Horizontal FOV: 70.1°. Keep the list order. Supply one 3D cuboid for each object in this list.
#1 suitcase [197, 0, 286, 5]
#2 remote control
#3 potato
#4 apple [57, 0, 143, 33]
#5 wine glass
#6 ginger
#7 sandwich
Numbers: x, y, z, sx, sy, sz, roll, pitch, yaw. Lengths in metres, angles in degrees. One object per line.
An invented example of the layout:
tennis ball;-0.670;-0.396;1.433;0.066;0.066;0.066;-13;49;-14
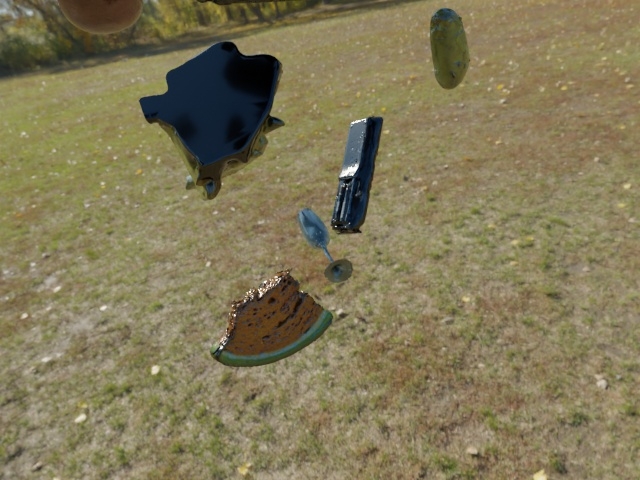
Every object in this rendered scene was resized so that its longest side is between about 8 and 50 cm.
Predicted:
suitcase;-0.130;-0.774;1.185;0.434;0.283;0.194;-17;64;-26
remote control;0.111;-0.216;1.480;0.062;0.398;0.145;20;-15;-39
potato;0.307;-0.463;1.098;0.085;0.188;0.105;13;50;41
apple;-0.637;-0.757;1.315;0.235;0.305;0.306;-3;24;-22
wine glass;0.000;0.000;1.095;0.074;0.074;0.262;-17;37;-11
ginger;-0.280;-0.328;1.272;0.358;0.211;0.413;32;82;14
sandwich;-0.101;0.150;0.848;0.235;0.159;0.079;-33;26;-26
